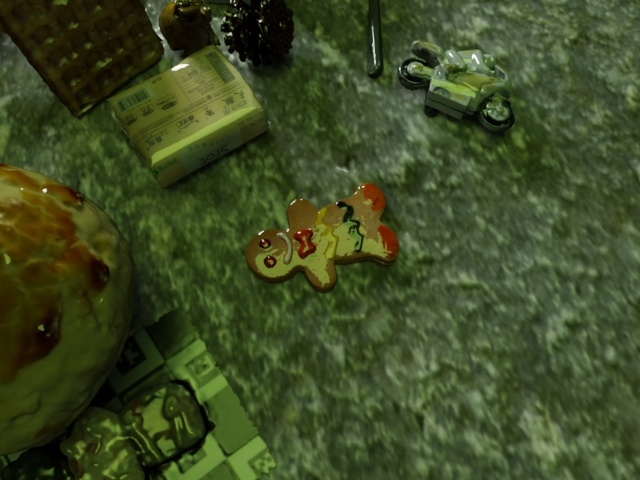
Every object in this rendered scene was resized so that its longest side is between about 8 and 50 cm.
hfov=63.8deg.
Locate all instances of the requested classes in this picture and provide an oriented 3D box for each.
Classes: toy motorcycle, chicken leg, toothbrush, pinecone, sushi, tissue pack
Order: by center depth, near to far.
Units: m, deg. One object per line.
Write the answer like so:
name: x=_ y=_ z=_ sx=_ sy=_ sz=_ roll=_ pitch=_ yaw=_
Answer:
sushi: x=-0.292 y=0.298 z=0.700 sx=0.373 sy=0.100 sz=0.296 roll=-32 pitch=75 yaw=-10
tissue pack: x=-0.221 y=-0.215 z=0.875 sx=0.222 sy=0.090 sz=0.186 roll=-33 pitch=72 yaw=-12
chicken leg: x=-0.224 y=-0.368 z=0.879 sx=0.085 sy=0.207 sz=0.101 roll=-37 pitch=110 yaw=-9
pinecone: x=-0.113 y=-0.378 z=0.912 sx=0.121 sy=0.140 sz=0.140 roll=-6 pitch=70 yaw=27
toy motorcycle: x=0.254 y=-0.285 z=0.914 sx=0.229 sy=0.074 sz=0.151 roll=31 pitch=71 yaw=10
toothbrush: x=0.103 y=-0.445 z=0.987 sx=0.030 sy=0.031 sz=0.297 roll=-7 pitch=72 yaw=24

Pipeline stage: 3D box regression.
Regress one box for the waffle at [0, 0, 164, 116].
waffle: x=-0.390 y=-0.365 z=0.808 sx=0.213 sy=0.308 sz=0.091 roll=-42 pitch=73 yaw=-14

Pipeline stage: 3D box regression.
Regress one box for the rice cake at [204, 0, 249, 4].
rice cake: x=-0.191 y=-0.476 z=0.990 sx=0.171 sy=0.033 sz=0.029 roll=4 pitch=68 yaw=1

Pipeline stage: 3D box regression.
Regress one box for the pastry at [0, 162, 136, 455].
pastry: x=-0.432 y=0.073 z=0.645 sx=0.389 sy=0.312 sz=0.388 roll=-7 pitch=61 yaw=13

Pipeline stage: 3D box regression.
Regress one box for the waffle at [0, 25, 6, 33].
waffle: x=-0.537 y=-0.498 z=0.849 sx=0.348 sy=0.077 sz=0.304 roll=19 pitch=95 yaw=-26

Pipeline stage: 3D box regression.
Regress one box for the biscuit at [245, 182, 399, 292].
biscuit: x=0.000 y=0.000 z=0.836 sx=0.250 sy=0.036 sz=0.165 roll=-15 pitch=72 yaw=-5
